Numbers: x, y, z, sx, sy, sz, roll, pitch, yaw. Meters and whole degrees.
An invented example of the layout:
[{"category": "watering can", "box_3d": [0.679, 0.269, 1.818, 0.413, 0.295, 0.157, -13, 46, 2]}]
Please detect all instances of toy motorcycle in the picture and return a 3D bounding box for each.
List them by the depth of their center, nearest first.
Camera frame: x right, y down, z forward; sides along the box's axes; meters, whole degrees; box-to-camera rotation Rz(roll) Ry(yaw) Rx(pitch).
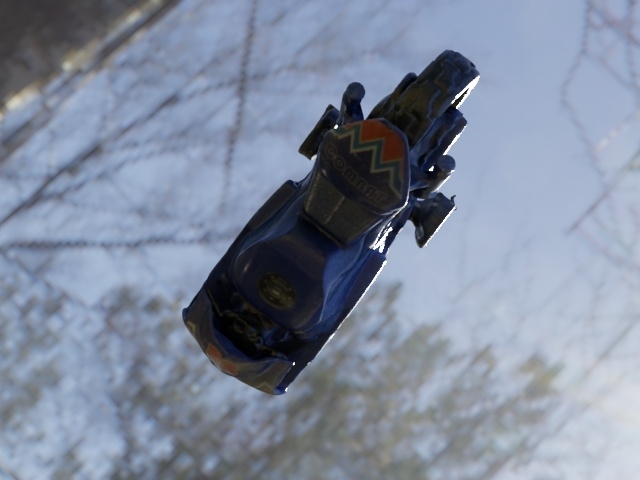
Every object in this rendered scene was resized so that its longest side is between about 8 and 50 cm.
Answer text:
[{"category": "toy motorcycle", "box_3d": [0.000, 0.000, 0.873, 0.076, 0.114, 0.205, 39, -52, 3]}]
